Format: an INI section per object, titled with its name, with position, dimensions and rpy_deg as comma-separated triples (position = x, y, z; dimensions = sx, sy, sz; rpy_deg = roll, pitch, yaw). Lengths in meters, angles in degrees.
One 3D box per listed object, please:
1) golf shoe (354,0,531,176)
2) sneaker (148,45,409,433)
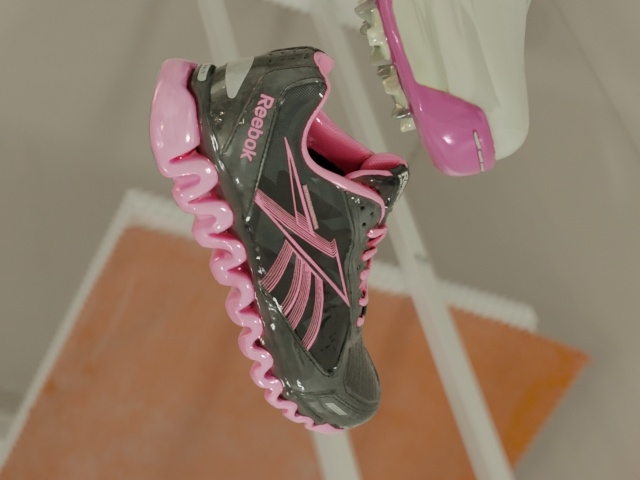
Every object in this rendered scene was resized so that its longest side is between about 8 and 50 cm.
[golf shoe]
position = 0.067, -0.174, 0.744
dimensions = 0.140, 0.306, 0.115
rpy_deg = -8, 160, 7
[sneaker]
position = 0.000, 0.000, 0.514
dimensions = 0.057, 0.047, 0.119
rpy_deg = -17, 121, 11
